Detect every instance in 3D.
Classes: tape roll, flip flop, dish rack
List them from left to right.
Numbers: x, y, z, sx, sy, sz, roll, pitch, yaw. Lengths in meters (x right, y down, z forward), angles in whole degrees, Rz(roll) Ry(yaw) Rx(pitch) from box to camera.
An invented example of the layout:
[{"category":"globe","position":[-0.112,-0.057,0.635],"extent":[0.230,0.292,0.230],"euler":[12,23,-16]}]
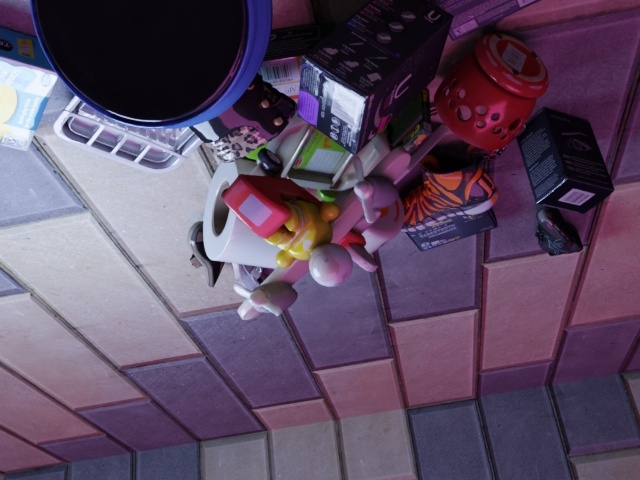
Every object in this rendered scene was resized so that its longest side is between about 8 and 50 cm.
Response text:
[{"category":"dish rack","position":[-0.351,-0.279,1.529],"extent":[0.285,0.072,0.333],"euler":[20,140,-37]},{"category":"flip flop","position":[-0.319,0.032,2.037],"extent":[0.080,0.112,0.277],"euler":[13,156,16]},{"category":"tape roll","position":[-0.158,-0.063,1.763],"extent":[0.169,0.246,0.246],"euler":[9,146,-24]}]

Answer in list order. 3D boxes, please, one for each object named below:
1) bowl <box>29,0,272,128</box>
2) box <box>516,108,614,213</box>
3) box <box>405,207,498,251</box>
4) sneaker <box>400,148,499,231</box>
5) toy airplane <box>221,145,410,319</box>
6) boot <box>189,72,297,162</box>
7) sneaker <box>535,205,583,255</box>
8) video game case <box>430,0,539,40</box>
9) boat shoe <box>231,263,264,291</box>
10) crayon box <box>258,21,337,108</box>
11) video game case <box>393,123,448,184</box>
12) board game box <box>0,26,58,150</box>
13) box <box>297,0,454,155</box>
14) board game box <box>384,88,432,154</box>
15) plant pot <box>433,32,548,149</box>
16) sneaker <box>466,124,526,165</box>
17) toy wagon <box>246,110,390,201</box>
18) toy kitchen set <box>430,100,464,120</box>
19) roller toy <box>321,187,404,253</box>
[{"category":"bowl","position":[-0.273,-0.361,1.182],"extent":[0.391,0.077,0.391],"euler":[4,114,10]},{"category":"box","position":[0.567,-0.184,1.755],"extent":[0.153,0.207,0.108],"euler":[10,145,-25]},{"category":"box","position":[0.347,-0.062,2.053],"extent":[0.232,0.059,0.183],"euler":[-19,146,18]},{"category":"sneaker","position":[0.268,-0.136,1.880],"extent":[0.321,0.124,0.180],"euler":[-18,131,34]},{"category":"toy airplane","position":[0.000,0.000,1.550],"extent":[0.384,0.272,0.386],"euler":[-14,135,-16]},{"category":"boot","position":[-0.142,-0.325,1.324],"extent":[0.377,0.138,0.284],"euler":[-35,122,16]},{"category":"sneaker","position":[0.669,-0.013,2.167],"extent":[0.106,0.101,0.267],"euler":[-23,146,28]},{"category":"video game case","position":[0.280,-0.492,1.359],"extent":[0.196,0.026,0.274],"euler":[-21,146,21]},{"category":"boat shoe","position":[-0.208,0.084,2.171],"extent":[0.081,0.079,0.227],"euler":[-17,154,-2]},{"category":"crayon box","position":[-0.050,-0.294,1.558],"extent":[0.203,0.083,0.323],"euler":[-8,148,2]},{"category":"video game case","position":[0.184,-0.160,1.739],"extent":[0.026,0.227,0.206],"euler":[46,135,0]},{"category":"board game box","position":[-0.688,-0.306,1.403],"extent":[0.336,0.079,0.254],"euler":[12,144,-29]},{"category":"box","position":[0.098,-0.313,1.361],"extent":[0.143,0.270,0.165],"euler":[36,152,15]},{"category":"board game box","position":[0.158,-0.215,1.682],"extent":[0.030,0.136,0.259],"euler":[23,140,-22]},{"category":"plant pot","position":[0.355,-0.306,1.526],"extent":[0.191,0.191,0.174],"euler":[9,142,-26]},{"category":"sneaker","position":[0.425,-0.225,1.794],"extent":[0.061,0.065,0.158],"euler":[22,139,-39]},{"category":"toy wagon","position":[-0.028,-0.194,1.583],"extent":[0.344,0.068,0.267],"euler":[8,146,-22]},{"category":"toy kitchen set","position":[0.282,-0.263,1.680],"extent":[0.075,0.083,0.068],"euler":[-17,147,15]},{"category":"roller toy","position":[0.098,-0.060,1.866],"extent":[0.191,0.209,0.146],"euler":[9,148,-32]}]
